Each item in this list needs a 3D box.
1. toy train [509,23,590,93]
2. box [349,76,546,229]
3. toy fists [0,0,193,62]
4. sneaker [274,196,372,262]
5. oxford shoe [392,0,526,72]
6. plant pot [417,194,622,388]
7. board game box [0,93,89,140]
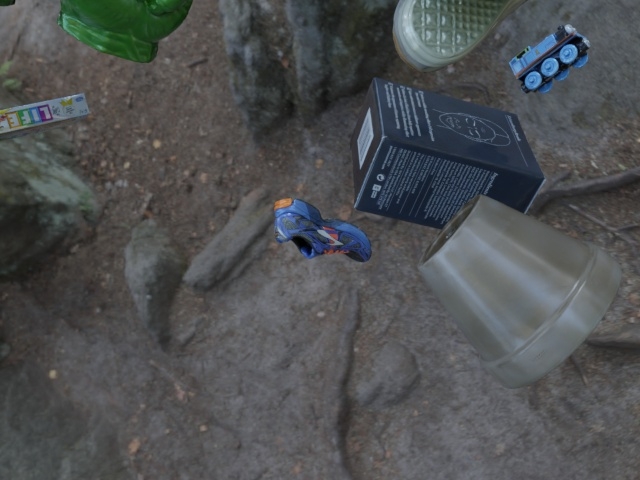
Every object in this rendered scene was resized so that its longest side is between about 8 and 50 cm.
[{"bbox_3d":[0.537,-0.425,1.586,0.184,0.080,0.105,-38,63,39],"label":"toy train"},{"bbox_3d":[0.290,-0.196,1.646,0.294,0.395,0.212,-90,15,-51],"label":"box"},{"bbox_3d":[-0.255,-0.278,0.648,0.142,0.279,0.096,-59,30,29],"label":"toy fists"},{"bbox_3d":[0.000,0.000,1.268,0.083,0.221,0.087,-15,56,58],"label":"sneaker"},{"bbox_3d":[0.267,-0.415,1.043,0.169,0.449,0.130,48,165,-7],"label":"oxford shoe"},{"bbox_3d":[0.350,0.072,1.301,0.280,0.323,0.323,39,114,0],"label":"plant pot"},{"bbox_3d":[-0.369,-0.142,0.822,0.103,0.154,0.026,3,110,60],"label":"board game box"}]
